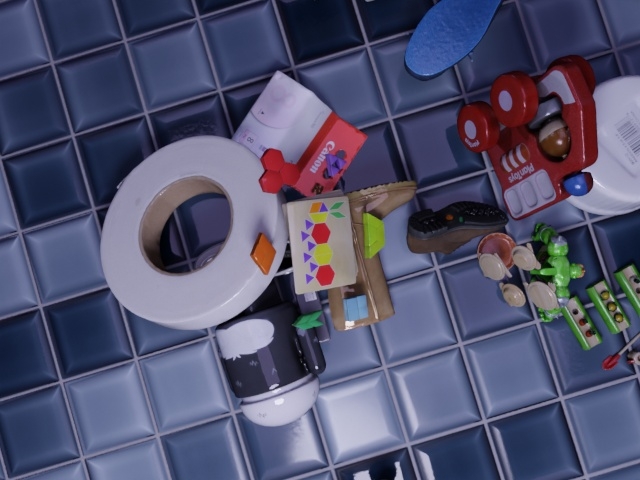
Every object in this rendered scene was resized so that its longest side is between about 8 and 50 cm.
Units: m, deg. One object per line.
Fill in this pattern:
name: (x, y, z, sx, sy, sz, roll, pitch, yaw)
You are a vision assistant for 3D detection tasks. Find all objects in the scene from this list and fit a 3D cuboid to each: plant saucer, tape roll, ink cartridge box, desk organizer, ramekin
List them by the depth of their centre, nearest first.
tape roll: (-0.251, -0.021, 1.225, 0.391, 0.072, 0.392, -7, 68, 18)
ramekin: (0.603, -0.194, 1.253, 0.277, 0.135, 0.278, 0, 87, 1)
desk organizer: (-0.018, 0.147, 1.295, 0.047, 0.050, 0.130, -16, 87, 1)
plant saucer: (0.370, 0.026, 1.309, 0.083, 0.013, 0.084, 0, 88, 2)
ink cartridge box: (-0.046, -0.214, 1.312, 0.232, 0.066, 0.189, 33, 88, 7)

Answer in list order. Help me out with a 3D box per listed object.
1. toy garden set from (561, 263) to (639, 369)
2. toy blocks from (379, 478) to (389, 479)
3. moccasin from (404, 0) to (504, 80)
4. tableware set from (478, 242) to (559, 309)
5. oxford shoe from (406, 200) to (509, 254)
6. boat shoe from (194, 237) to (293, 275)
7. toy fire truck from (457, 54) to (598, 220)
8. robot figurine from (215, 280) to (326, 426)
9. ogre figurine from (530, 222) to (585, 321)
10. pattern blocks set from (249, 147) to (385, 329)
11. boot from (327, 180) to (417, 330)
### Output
toy garden set: (0.650, 0.161, 1.277, 0.244, 0.049, 0.204, -30, 87, 0)
toy blocks: (0.092, 0.672, 1.163, 0.308, 0.260, 0.289, -34, 87, 0)
moccasin: (0.300, -0.454, 1.284, 0.137, 0.117, 0.342, 43, 86, 3)
tableware set: (0.392, 0.077, 1.239, 0.020, 0.168, 0.141, -34, 99, -27)
oxford shoe: (0.279, -0.022, 1.288, 0.227, 0.096, 0.083, -9, 44, -13)
boat shoe: (-0.132, 0.041, 1.284, 0.267, 0.088, 0.096, -4, 87, 1)
toy fire truck: (0.416, -0.188, 1.184, 0.169, 0.302, 0.254, -19, 83, -20)
robot figurine: (-0.104, 0.224, 1.236, 0.173, 0.209, 0.278, -18, 86, -16)
ogre figurine: (0.464, 0.065, 1.252, 0.096, 0.118, 0.197, 17, 89, 2)
pattern blocks set: (0.000, 0.000, 1.162, 0.285, 0.026, 0.325, 1, 90, -31)
boot: (0.110, 0.026, 1.285, 0.236, 0.089, 0.270, -13, 93, -6)
